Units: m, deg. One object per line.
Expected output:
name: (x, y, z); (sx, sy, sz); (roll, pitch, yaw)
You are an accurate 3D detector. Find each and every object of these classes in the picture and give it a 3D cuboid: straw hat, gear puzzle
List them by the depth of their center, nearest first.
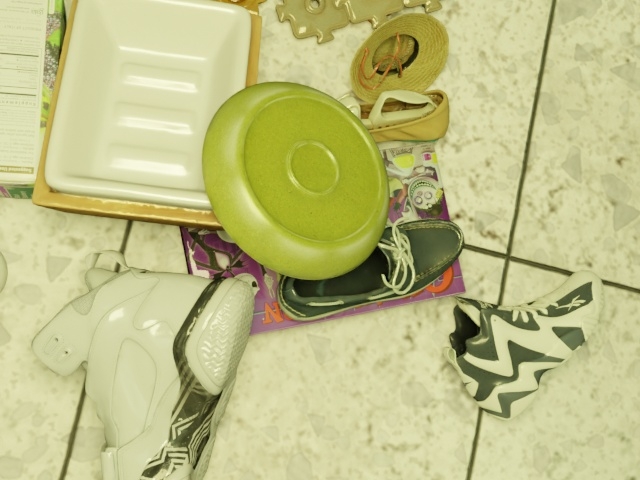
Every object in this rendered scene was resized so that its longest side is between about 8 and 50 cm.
straw hat: (0.093, -0.254, 1.147); (0.145, 0.144, 0.061); (-18, 46, -14)
gear puzzle: (0.008, -0.356, 1.161); (0.339, 0.044, 0.175); (-18, 94, -10)

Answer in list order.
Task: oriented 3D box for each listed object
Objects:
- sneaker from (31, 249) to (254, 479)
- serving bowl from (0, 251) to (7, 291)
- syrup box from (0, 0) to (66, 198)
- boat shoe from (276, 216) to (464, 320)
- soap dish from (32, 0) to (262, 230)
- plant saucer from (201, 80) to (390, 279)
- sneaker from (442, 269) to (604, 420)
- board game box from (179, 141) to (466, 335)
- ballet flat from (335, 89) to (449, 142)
sneaker: (-0.223, 0.192, 0.987); (0.210, 0.137, 0.365); (19, 92, 6)
serving bowl: (-0.416, 0.037, 1.019); (0.083, 0.027, 0.083); (2, 82, -11)
syrup box: (-0.359, -0.174, 1.028); (0.096, 0.093, 0.236); (2, 81, -12)
boat shoe: (0.069, 0.027, 1.049); (0.255, 0.079, 0.095); (-14, 79, -15)
soap dish: (-0.194, -0.150, 1.017); (0.229, 0.118, 0.290); (6, 67, -7)
plant saucer: (-0.014, -0.076, 0.968); (0.241, 0.037, 0.240); (11, 68, -28)
sneaker: (0.251, 0.098, 1.114); (0.153, 0.094, 0.235); (43, 86, -12)
board game box: (0.000, 0.000, 1.103); (0.347, 0.056, 0.208); (-11, 88, -13)
ballet flat: (0.059, -0.162, 1.120); (0.232, 0.073, 0.080); (-9, 47, -16)
